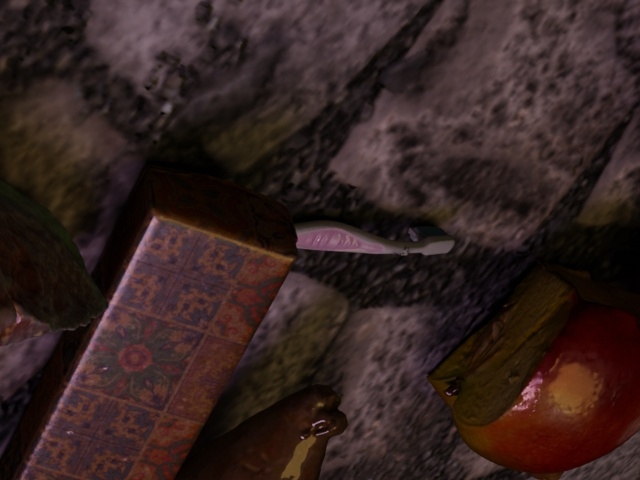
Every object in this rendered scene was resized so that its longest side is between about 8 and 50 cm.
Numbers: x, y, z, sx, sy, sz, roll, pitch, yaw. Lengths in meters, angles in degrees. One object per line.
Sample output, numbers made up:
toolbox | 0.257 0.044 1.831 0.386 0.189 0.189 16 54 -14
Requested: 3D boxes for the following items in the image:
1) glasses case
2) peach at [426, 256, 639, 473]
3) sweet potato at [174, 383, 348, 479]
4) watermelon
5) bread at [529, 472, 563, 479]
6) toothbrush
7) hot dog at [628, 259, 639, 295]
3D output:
glasses case | -0.091 0.068 0.922 0.075 0.049 0.218 18 119 -21
peach | 0.143 0.080 1.162 0.118 0.151 0.151 39 99 -13
sweet potato | -0.092 0.210 1.032 0.131 0.131 0.336 4 124 -49
watermelon | -0.147 0.014 0.786 0.180 0.094 0.081 -16 138 -60
bread | 0.142 0.118 1.258 0.036 0.047 0.083 -8 141 1
toothbrush | 0.000 0.000 0.984 0.204 0.022 0.017 -1 126 -47
hot dog | 0.283 0.052 1.244 0.153 0.150 0.256 -46 149 -13
